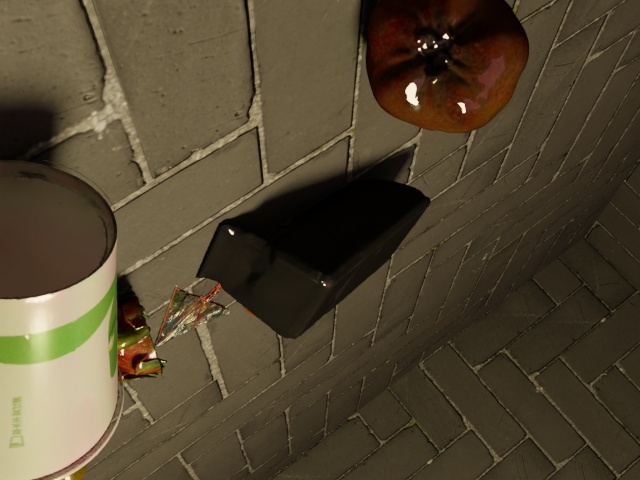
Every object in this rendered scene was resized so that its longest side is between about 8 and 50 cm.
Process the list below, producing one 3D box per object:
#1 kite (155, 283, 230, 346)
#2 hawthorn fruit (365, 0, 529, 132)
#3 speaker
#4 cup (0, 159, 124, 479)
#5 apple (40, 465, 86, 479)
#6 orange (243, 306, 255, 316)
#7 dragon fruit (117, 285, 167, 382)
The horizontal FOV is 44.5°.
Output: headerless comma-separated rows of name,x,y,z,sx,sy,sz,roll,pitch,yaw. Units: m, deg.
kite,-0.220,0.123,1.344,0.189,0.009,0.232,-42,160,5
hawthorn fruit,0.162,-0.248,1.016,0.208,0.208,0.248,-49,-178,23
speaker,0.000,0.000,1.329,0.388,0.184,0.180,-35,163,-46
cup,-0.316,0.078,0.791,0.253,0.253,0.274,-23,145,-39
apple,-0.459,0.398,1.380,0.089,0.089,0.074,-30,145,-26
orange,-0.103,0.099,1.401,0.083,0.083,0.083,-34,159,-15
dragon fruit,-0.287,0.131,1.118,0.175,0.138,0.142,9,93,-27
